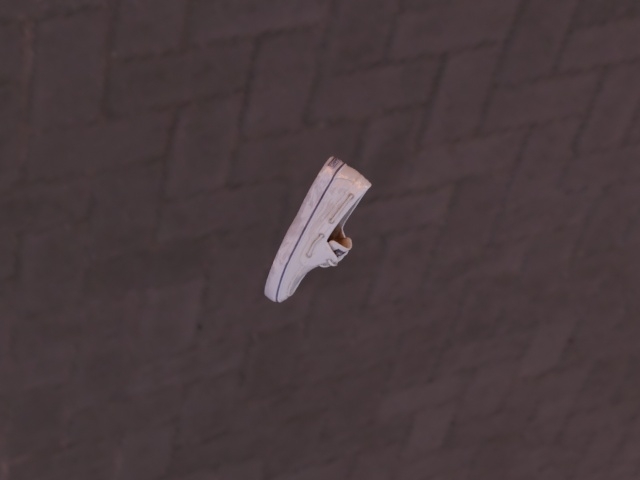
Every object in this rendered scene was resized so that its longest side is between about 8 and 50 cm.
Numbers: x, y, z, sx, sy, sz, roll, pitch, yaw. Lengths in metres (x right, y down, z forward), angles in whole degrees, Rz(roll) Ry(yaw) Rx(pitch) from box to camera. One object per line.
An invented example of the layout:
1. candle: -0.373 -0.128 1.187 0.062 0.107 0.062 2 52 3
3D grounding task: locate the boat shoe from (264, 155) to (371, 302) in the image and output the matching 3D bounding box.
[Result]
1. boat shoe: 0.000 0.000 0.988 0.100 0.035 0.035 -63 173 27
